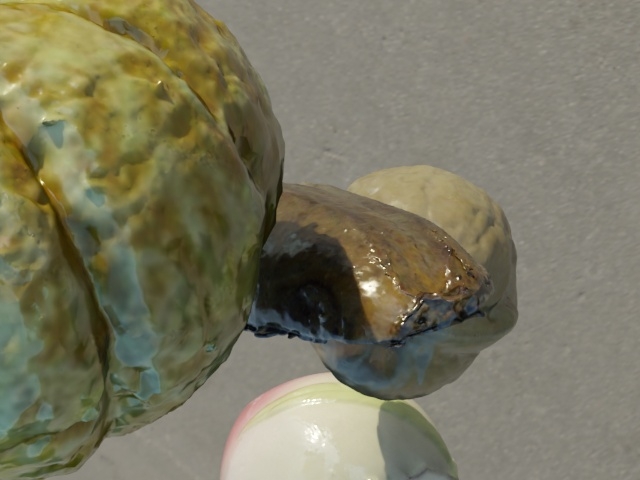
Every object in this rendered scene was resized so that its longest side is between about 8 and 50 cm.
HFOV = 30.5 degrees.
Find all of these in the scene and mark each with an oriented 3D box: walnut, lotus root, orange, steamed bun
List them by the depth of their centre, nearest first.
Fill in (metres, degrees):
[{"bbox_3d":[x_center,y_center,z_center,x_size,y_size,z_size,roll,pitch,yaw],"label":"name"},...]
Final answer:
[{"bbox_3d":[-0.131,-0.017,0.662,0.210,0.369,0.271,6,127,3],"label":"orange"},{"bbox_3d":[0.000,0.000,0.840,0.329,0.167,0.078,20,127,61],"label":"lotus root"},{"bbox_3d":[0.090,0.044,1.226,0.248,0.248,0.248,18,116,42],"label":"walnut"},{"bbox_3d":[0.000,0.290,1.476,0.309,0.309,0.309,18,116,42],"label":"steamed bun"}]
